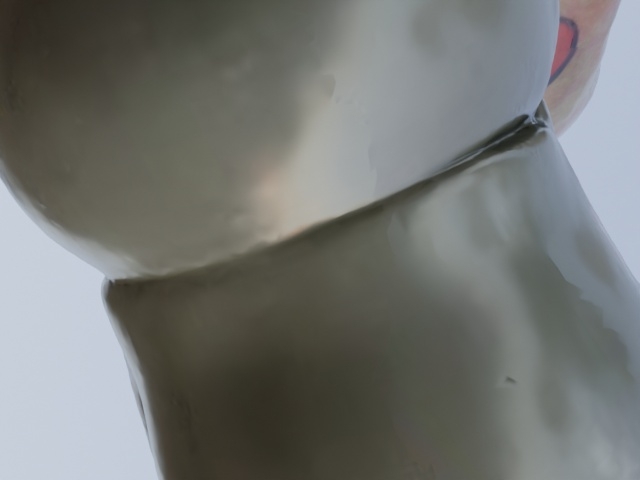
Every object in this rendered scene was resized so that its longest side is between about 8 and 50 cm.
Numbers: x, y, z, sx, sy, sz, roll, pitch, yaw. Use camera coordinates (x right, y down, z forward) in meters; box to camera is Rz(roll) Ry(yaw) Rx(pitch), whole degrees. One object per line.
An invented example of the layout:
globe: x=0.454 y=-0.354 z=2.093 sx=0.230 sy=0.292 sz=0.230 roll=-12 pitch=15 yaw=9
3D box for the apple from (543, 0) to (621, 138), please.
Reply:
apple: x=0.036 y=-0.222 z=1.154 sx=0.391 sy=0.347 sz=0.391 roll=13 pitch=90 yaw=-86

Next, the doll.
doll: x=0.011 y=0.008 z=0.626 sx=0.215 sy=0.226 sz=0.370 roll=-16 pitch=-83 yaw=17
